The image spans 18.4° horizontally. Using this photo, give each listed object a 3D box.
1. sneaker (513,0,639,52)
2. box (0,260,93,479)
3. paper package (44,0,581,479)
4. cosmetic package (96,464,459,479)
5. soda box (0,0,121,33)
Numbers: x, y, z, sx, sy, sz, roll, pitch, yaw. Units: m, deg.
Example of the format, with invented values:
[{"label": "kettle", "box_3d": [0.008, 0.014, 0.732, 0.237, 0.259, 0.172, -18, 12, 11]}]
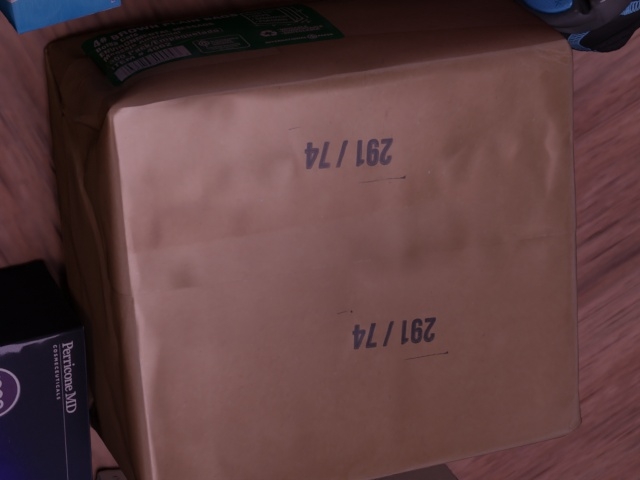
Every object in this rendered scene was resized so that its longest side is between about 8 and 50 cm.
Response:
[{"label": "sneaker", "box_3d": [0.257, -0.281, 1.384, 0.341, 0.125, 0.140, -50, 155, 3]}, {"label": "box", "box_3d": [-0.257, 0.163, 1.374, 0.184, 0.103, 0.261, -14, 124, -23]}, {"label": "paper package", "box_3d": [0.000, 0.000, 1.333, 0.325, 0.168, 0.309, -11, 112, -18]}, {"label": "cosmetic package", "box_3d": [-0.028, 0.262, 1.531, 0.296, 0.129, 0.153, -2, 118, -27]}, {"label": "soda box", "box_3d": [-0.178, -0.237, 1.194, 0.071, 0.067, 0.210, -18, 124, -17]}]
